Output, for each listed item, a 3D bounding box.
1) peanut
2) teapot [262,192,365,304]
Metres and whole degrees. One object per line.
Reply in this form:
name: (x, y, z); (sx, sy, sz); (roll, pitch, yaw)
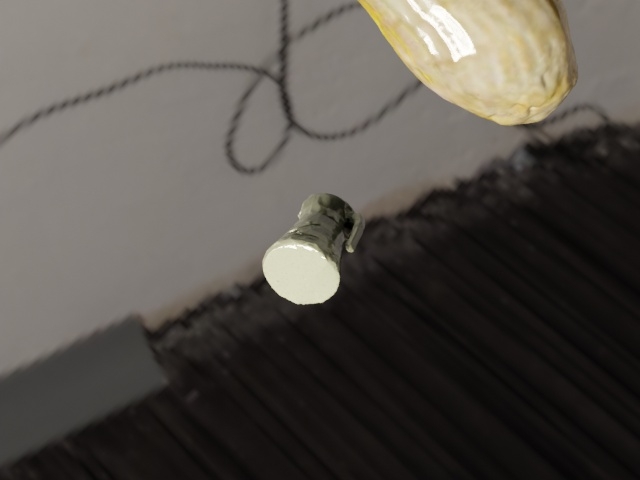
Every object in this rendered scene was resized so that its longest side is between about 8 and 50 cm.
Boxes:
peanut: (0.053, -0.141, 0.976); (0.087, 0.087, 0.207); (-46, 102, -4)
teapot: (0.000, 0.000, 1.365); (0.057, 0.067, 0.083); (62, 29, -27)
